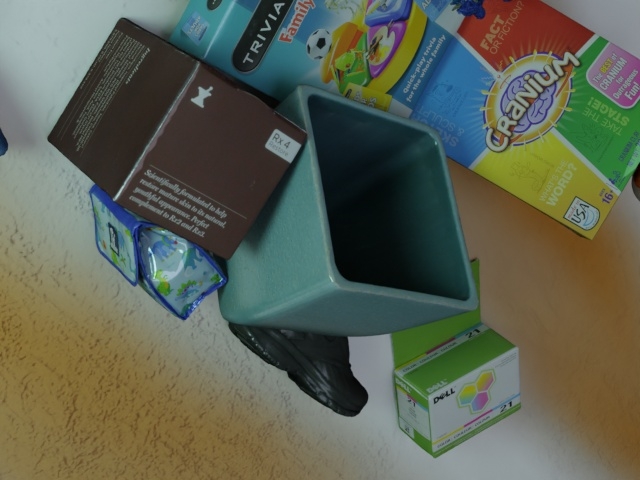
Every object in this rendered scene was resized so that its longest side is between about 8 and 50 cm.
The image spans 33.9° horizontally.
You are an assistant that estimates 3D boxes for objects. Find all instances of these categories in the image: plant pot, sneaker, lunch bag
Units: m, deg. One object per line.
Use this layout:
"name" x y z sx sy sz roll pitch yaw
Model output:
"plant pot" 0.000 0.000 1.279 0.247 0.247 0.252 11 150 -42
"sneaker" -0.001 0.150 1.479 0.130 0.109 0.286 -53 134 -9
"lunch bag" -0.202 0.005 1.235 0.096 0.129 0.151 -43 132 -10

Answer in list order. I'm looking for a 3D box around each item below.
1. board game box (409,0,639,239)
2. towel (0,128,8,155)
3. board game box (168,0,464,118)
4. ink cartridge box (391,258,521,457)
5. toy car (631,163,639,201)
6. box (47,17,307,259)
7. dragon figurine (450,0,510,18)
"board game box" 0.287 -0.182 1.416 0.316 0.064 0.242 29 96 -3
"towel" -0.361 -0.144 1.081 0.029 0.067 0.119 -32 128 -16
"board game box" 0.017 -0.274 1.265 0.336 0.079 0.254 22 99 -46
"ink cartridge box" 0.214 0.187 1.655 0.188 0.097 0.255 -25 127 -24
"toy car" 0.464 -0.144 1.518 0.136 0.182 0.159 2 131 -11
"box" -0.161 -0.114 1.152 0.168 0.203 0.167 30 94 -41
"dragon figurine" 0.127 -0.379 1.193 0.085 0.144 0.289 -23 134 33
